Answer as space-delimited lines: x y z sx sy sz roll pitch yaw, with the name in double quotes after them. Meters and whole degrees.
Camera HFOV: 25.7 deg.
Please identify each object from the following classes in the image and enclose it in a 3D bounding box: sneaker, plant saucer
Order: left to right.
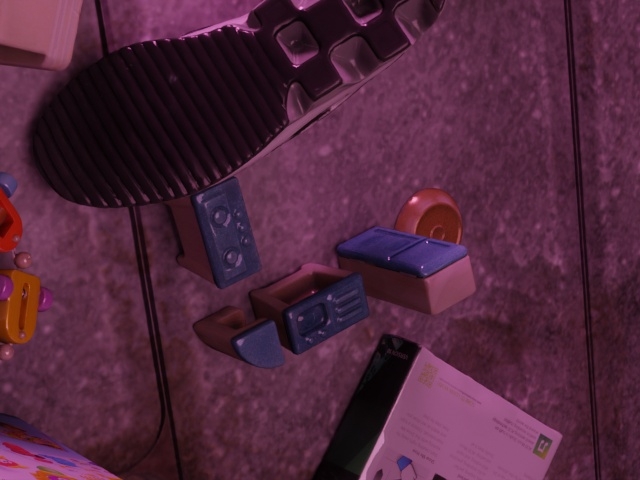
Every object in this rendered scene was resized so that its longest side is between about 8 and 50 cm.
-0.059 -0.115 1.082 0.330 0.146 0.122 -26 88 -6 "sneaker"
0.104 -0.006 1.292 0.083 0.015 0.083 -9 105 -37 "plant saucer"

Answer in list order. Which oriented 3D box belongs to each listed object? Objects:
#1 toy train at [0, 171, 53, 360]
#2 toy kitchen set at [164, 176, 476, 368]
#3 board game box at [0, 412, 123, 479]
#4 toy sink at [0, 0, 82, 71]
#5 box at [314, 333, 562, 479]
-0.251 0.039 0.992 0.125 0.046 0.166 60 40 -43 "toy train"
0.000 0.000 1.144 0.207 0.122 0.166 -27 115 -31 "toy kitchen set"
-0.219 0.205 0.919 0.144 0.275 0.142 20 87 -39 "board game box"
-0.231 -0.186 0.909 0.234 0.153 0.131 8 94 -40 "toy sink"
0.079 0.278 1.308 0.232 0.058 0.322 34 77 -37 "box"
